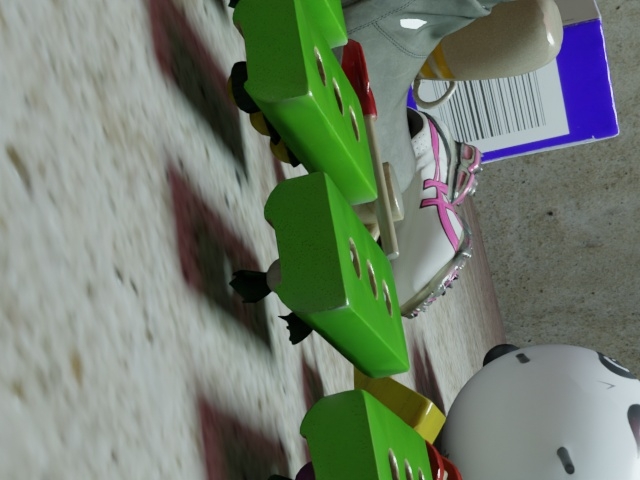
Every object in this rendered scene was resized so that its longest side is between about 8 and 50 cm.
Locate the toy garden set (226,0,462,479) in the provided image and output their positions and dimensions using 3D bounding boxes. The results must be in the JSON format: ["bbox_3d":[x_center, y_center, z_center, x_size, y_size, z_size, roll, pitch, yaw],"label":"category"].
[{"bbox_3d":[0.000,0.000,0.485,0.204,0.049,0.244,49,29,-69],"label":"toy garden set"}]

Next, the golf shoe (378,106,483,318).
[{"bbox_3d":[0.057,-0.022,0.863,0.086,0.067,0.186,36,35,-17],"label":"golf shoe"}]

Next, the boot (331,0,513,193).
[{"bbox_3d":[0.065,-0.121,0.673,0.246,0.161,0.083,69,13,-45],"label":"boot"}]

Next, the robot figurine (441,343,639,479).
[{"bbox_3d":[0.192,0.201,0.997,0.173,0.209,0.278,-53,144,-28],"label":"robot figurine"}]

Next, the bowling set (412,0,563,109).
[{"bbox_3d":[0.031,-0.221,0.777,0.200,0.154,0.287,-17,97,-63],"label":"bowling set"}]

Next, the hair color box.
[{"bbox_3d":[0.124,-0.188,1.066,0.339,0.185,0.110,-88,164,-55],"label":"hair color box"}]
